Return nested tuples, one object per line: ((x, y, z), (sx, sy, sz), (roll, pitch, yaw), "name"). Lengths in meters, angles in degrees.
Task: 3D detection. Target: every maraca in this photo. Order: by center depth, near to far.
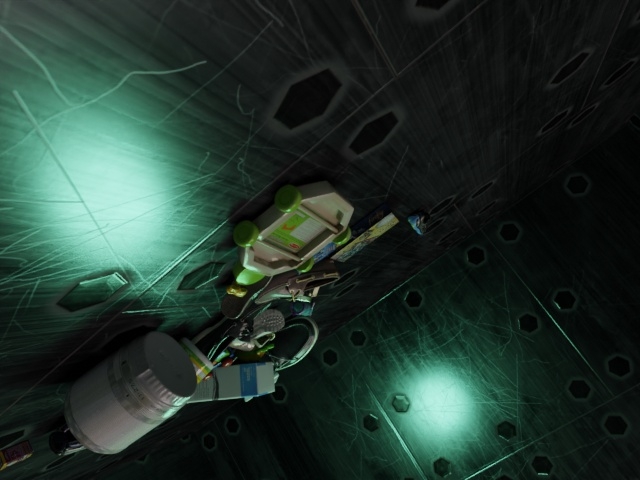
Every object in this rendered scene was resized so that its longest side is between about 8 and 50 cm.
((-0.279, 0.460, 1.979), (0.186, 0.099, 0.127), (-15, -178, 34), "maraca")

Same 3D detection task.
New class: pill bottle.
((-0.454, 0.423, 1.413), (0.245, 0.136, 0.136), (-46, 169, -21), "pill bottle")

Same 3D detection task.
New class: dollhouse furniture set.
((-0.056, 0.190, 1.843), (0.081, 0.091, 0.114), (13, 120, -12), "dollhouse furniture set")

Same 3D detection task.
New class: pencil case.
((-0.077, 0.280, 1.958), (0.070, 0.064, 0.152), (-51, 163, -1), "pencil case")

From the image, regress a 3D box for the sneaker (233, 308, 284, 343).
((-0.239, 0.324, 1.773), (0.235, 0.090, 0.095), (-12, 166, -44), "sneaker")

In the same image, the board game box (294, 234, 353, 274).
((0.000, 0.000, 1.316), (0.194, 0.060, 0.194), (-31, 163, -11), "board game box")

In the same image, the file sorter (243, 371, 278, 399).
((-0.345, 0.691, 2.423), (0.193, 0.173, 0.277), (-29, 163, -19), "file sorter")

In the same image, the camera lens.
((-0.488, 0.391, 1.215), (0.274, 0.219, 0.219), (-36, 164, 6), "camera lens")

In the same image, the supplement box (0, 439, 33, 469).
((-0.928, 0.650, 1.429), (0.083, 0.043, 0.055), (-13, 152, -52), "supplement box")

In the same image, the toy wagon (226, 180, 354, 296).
((-0.087, 0.003, 1.079), (0.344, 0.068, 0.267), (-38, 150, 13), "toy wagon")

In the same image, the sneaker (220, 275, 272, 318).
((-0.181, 0.107, 1.281), (0.222, 0.083, 0.118), (-49, 178, 23), "sneaker")

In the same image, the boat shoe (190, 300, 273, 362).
((-0.274, 0.294, 1.534), (0.340, 0.113, 0.127), (-35, 164, 4), "boat shoe")

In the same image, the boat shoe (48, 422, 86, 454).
((-0.697, 0.602, 1.564), (0.340, 0.127, 0.158), (-17, 167, -44), "boat shoe")

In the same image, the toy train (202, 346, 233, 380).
((-0.442, 0.439, 1.660), (0.248, 0.105, 0.143), (-33, 157, -3), "toy train")

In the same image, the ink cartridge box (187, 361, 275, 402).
((-0.367, 0.576, 1.929), (0.307, 0.129, 0.223), (-8, 167, 10), "ink cartridge box")

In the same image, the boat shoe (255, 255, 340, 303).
((-0.076, 0.132, 1.480), (0.324, 0.096, 0.116), (-21, 159, -38), "boat shoe")

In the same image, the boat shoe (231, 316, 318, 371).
((-0.229, 0.512, 2.129), (0.500, 0.186, 0.156), (-31, 170, 10), "boat shoe")

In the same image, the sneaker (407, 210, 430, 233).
((0.400, -0.073, 1.854), (0.078, 0.067, 0.188), (-32, 162, 15), "sneaker")

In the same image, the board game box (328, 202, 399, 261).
((0.138, -0.020, 1.552), (0.243, 0.042, 0.165), (-37, 163, 9), "board game box")

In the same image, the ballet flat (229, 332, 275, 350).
((-0.273, 0.397, 1.888), (0.086, 0.086, 0.248), (-43, 161, 30), "ballet flat")
